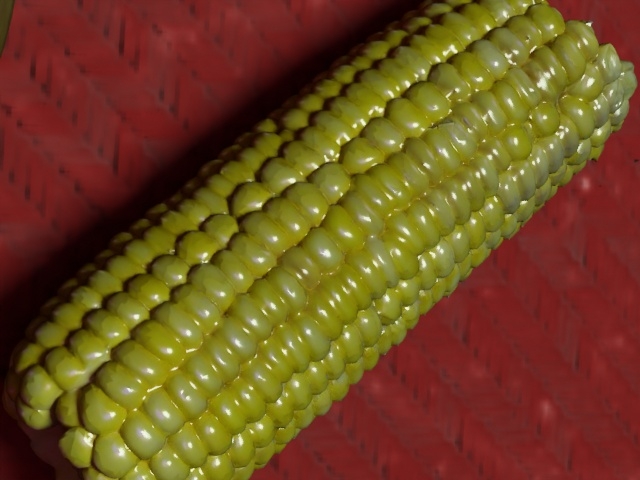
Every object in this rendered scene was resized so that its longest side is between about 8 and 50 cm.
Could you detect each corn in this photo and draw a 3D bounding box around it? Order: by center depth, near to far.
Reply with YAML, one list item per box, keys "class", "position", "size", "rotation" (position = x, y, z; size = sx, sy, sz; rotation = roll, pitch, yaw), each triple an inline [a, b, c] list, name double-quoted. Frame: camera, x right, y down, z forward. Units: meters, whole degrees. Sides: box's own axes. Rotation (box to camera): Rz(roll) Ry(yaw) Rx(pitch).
- class: "corn"
  position: [0.000, 0.000, 0.579]
  size: [0.244, 0.093, 0.093]
  rotation: [-40, 110, -19]

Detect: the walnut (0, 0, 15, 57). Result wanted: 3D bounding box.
- class: "walnut"
  position: [-0.180, -0.070, 0.446]
  size: [0.203, 0.203, 0.298]
  rotation: [11, 93, -24]
